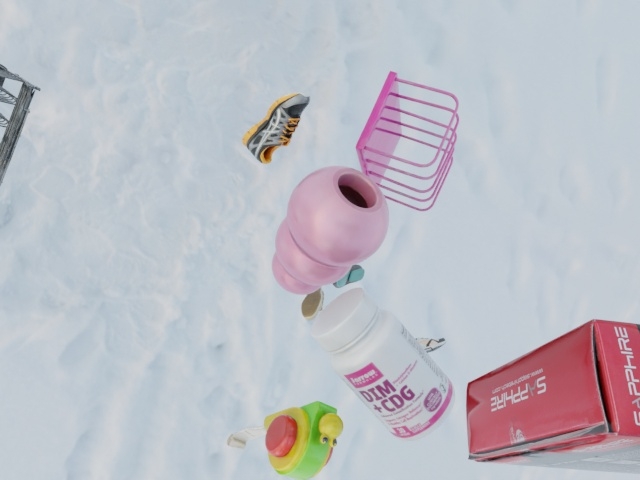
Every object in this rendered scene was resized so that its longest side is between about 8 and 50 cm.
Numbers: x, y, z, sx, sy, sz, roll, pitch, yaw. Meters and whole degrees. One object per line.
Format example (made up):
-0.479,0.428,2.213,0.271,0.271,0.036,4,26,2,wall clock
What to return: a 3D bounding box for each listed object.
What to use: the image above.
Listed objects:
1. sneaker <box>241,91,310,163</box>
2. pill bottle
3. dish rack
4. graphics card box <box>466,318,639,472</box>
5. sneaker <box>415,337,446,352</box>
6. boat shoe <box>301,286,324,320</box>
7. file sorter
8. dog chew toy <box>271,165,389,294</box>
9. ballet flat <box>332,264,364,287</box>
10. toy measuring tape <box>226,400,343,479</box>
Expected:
-0.091,-0.261,1.203,0.215,0.083,0.084,-38,167,37,sneaker
0.120,0.238,1.019,0.160,0.160,0.283,-42,102,-5,pill bottle
-0.530,-0.182,0.816,0.074,0.271,0.208,17,99,-45,dish rack
0.357,0.167,0.491,0.370,0.094,0.233,8,151,-7,graphics card box
0.254,0.248,1.253,0.109,0.044,0.040,-12,152,-25,sneaker
-0.015,0.184,1.544,0.063,0.170,0.059,-13,120,18,boat shoe
0.221,-0.220,1.261,0.202,0.182,0.291,-65,164,-11,file sorter
0.000,0.000,1.096,0.206,0.207,0.332,-1,145,-32,dog chew toy
0.063,0.099,1.541,0.203,0.074,0.074,-2,121,-63,ballet flat
-0.078,0.380,0.942,0.121,0.121,0.330,17,143,-38,toy measuring tape
